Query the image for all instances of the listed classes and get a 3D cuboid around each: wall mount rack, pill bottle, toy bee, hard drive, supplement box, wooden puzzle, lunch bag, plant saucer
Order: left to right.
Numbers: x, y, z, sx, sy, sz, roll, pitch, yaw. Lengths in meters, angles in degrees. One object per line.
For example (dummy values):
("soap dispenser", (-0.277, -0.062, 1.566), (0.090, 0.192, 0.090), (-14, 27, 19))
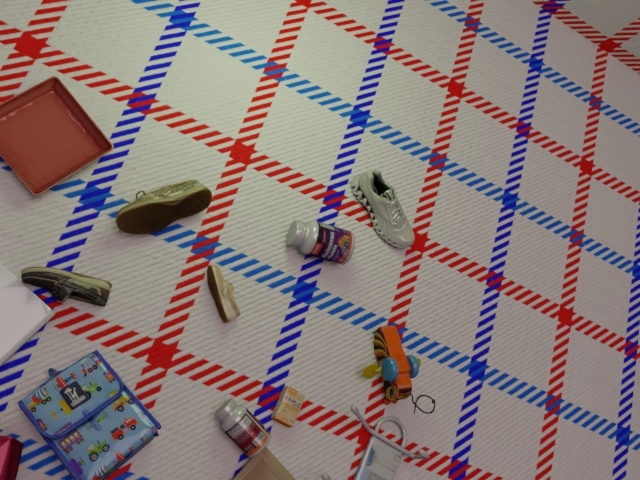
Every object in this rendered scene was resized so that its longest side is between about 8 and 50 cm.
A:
("hard drive", (-0.839, 0.221, 1.620), (0.210, 0.040, 0.319), (45, 61, -7))
("plant saucer", (-0.744, -0.279, 1.820), (0.259, 0.047, 0.258), (-41, 94, -29))
("lunch bag", (-0.573, 0.428, 1.655), (0.221, 0.138, 0.293), (-37, 80, -29))
("pill bottle", (-0.211, 0.503, 1.814), (0.152, 0.086, 0.086), (48, 60, -5))
("wooden puzzle", (-0.159, 0.713, 1.803), (0.221, 0.044, 0.238), (49, 56, -4))
("supplement box", (-0.091, 0.472, 1.910), (0.062, 0.036, 0.099), (31, 63, -15))
("pill bottle", (0.000, 0.000, 2.061), (0.193, 0.108, 0.108), (16, 68, -21))
("wall mount rack", (0.145, 0.641, 1.919), (0.304, 0.130, 0.350), (33, 62, -13))
("toy bee", (0.217, 0.417, 2.032), (0.195, 0.162, 0.298), (15, 43, -13))

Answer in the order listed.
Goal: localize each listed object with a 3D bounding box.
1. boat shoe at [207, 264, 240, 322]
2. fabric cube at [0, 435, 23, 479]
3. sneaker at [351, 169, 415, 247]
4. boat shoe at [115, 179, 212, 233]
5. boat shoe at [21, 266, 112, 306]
("boat shoe", (-0.274, 0.146, 1.912), (0.059, 0.063, 0.170), (-18, 92, -32))
("fabric cube", (-0.791, 0.536, 1.402), (0.258, 0.254, 0.258), (10, 68, -14))
("sneaker", (0.218, -0.103, 2.196), (0.110, 0.118, 0.292), (-39, 95, -32))
("boat shoe", (-0.447, -0.098, 1.890), (0.285, 0.105, 0.089), (-19, 46, -34))
("boat shoe", (-0.650, 0.122, 1.721), (0.223, 0.080, 0.074), (14, 64, -27))
